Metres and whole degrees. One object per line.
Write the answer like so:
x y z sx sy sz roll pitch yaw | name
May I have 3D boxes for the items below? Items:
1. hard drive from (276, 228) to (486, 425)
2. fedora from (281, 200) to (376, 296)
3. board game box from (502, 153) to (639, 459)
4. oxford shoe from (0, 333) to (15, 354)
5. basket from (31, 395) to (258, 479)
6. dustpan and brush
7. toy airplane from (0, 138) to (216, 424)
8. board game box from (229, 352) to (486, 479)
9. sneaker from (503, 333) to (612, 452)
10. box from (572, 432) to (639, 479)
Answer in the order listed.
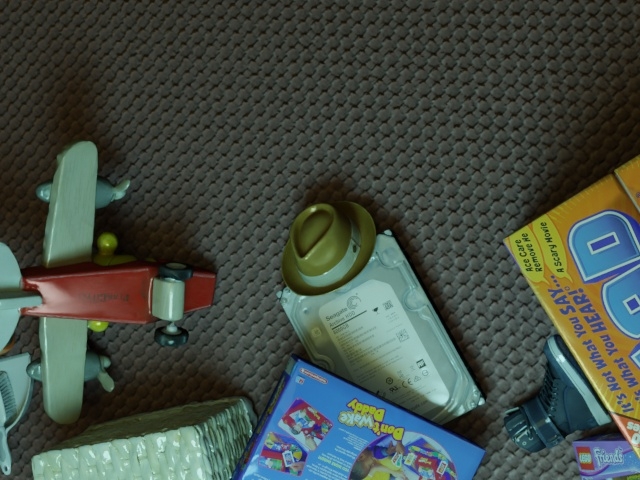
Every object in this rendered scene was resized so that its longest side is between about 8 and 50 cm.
0.103 0.181 1.807 0.236 0.064 0.339 -29 83 10 | hard drive
0.000 0.000 1.781 0.194 0.079 0.194 -17 50 22 | fedora
0.523 0.056 1.567 0.356 0.356 0.357 -32 83 10 | board game box
-0.713 0.072 1.951 0.132 0.130 0.364 -30 83 16 | oxford shoe
-0.273 0.460 1.783 0.328 0.266 0.331 -12 85 12 | basket
-0.594 0.328 1.953 0.147 0.060 0.211 -15 86 11 | dustpan and brush
-0.426 0.077 1.816 0.386 0.272 0.384 -43 114 -5 | toy airplane
0.060 0.364 1.694 0.347 0.078 0.233 28 87 -10 | board game box
0.361 0.255 1.692 0.163 0.086 0.226 -25 128 14 | sneaker
0.517 0.399 1.609 0.057 0.293 0.201 -11 84 -24 | box
